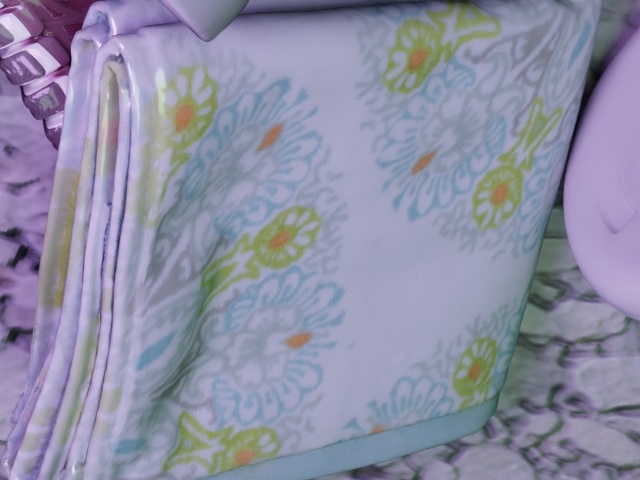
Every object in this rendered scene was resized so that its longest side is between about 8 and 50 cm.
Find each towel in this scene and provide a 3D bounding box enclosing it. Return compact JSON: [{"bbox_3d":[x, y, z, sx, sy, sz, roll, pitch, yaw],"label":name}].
[{"bbox_3d":[0.000,0.000,1.060,0.374,0.090,0.320,-11,127,-38],"label":"towel"}]

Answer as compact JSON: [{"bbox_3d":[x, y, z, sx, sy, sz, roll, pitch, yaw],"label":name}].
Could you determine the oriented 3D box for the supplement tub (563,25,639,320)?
[{"bbox_3d":[0.343,-0.008,1.134,0.325,0.235,0.235,25,110,-27],"label":"supplement tub"}]

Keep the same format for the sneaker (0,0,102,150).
[{"bbox_3d":[-0.109,-0.142,1.002,0.162,0.106,0.281,-33,123,0],"label":"sneaker"}]

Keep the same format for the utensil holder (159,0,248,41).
[{"bbox_3d":[-0.033,-0.333,0.758,0.385,0.327,0.327,-45,122,2],"label":"utensil holder"}]
